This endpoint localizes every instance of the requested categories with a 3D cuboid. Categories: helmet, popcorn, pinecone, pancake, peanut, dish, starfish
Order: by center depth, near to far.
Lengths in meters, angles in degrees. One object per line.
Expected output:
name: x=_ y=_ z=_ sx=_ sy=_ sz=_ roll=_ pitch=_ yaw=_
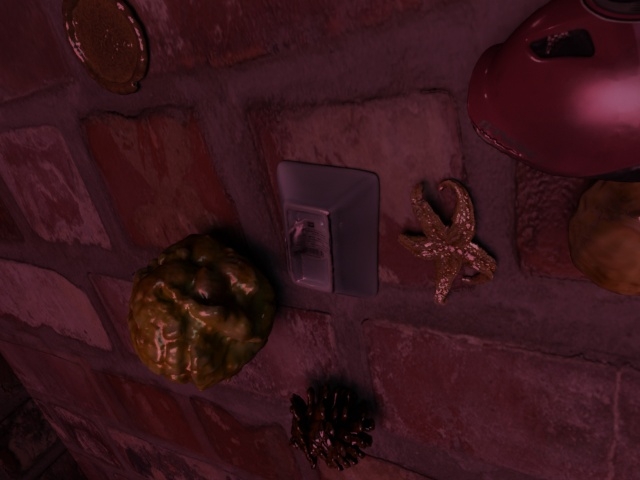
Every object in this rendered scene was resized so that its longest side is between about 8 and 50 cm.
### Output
helmet: x=0.277 y=-0.152 z=0.372 sx=0.253 sy=0.198 sz=0.154 roll=22 pitch=154 yaw=4
peanut: x=0.357 y=-0.008 z=0.491 sx=0.141 sy=0.109 sz=0.159 roll=29 pitch=143 yaw=27
starfish: x=0.182 y=0.014 z=0.648 sx=0.150 sy=0.053 sz=0.209 roll=15 pitch=128 yaw=28
dish: x=0.000 y=0.000 z=0.733 sx=0.182 sy=0.080 sz=0.243 roll=12 pitch=124 yaw=25
pancake: x=-0.384 y=-0.354 z=0.780 sx=0.199 sy=0.021 sz=0.199 roll=16 pitch=128 yaw=22
popcorn: x=-0.228 y=0.139 z=0.833 sx=0.282 sy=0.282 sz=0.247 roll=23 pitch=139 yaw=18
pinecone: x=0.020 y=0.389 z=0.923 sx=0.195 sy=0.150 sz=0.179 roll=-3 pitch=117 yaw=33
